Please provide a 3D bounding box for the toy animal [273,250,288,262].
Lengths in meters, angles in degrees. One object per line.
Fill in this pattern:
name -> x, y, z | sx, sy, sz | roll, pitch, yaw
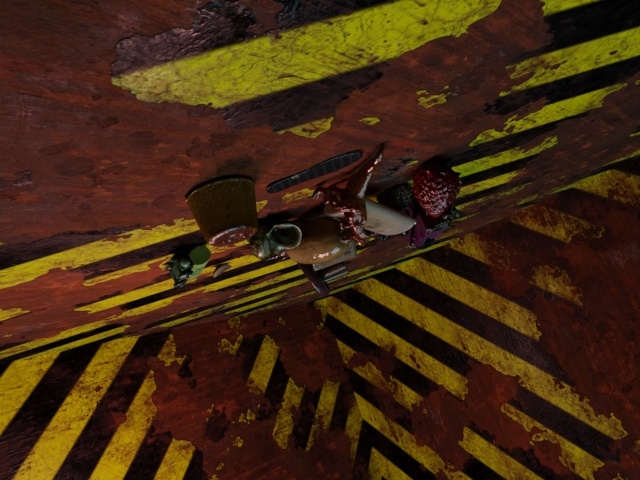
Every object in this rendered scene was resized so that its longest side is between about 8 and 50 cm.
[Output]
toy animal -> -0.152, 0.027, 2.114 | 0.186, 0.093, 0.214 | -14, 169, 23

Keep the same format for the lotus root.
lotus root -> 0.000, 0.000, 1.873 | 0.152, 0.169, 0.343 | 7, 167, -44

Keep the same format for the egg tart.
egg tart -> -0.260, -0.076, 1.391 | 0.203, 0.147, 0.202 | -19, 165, -5

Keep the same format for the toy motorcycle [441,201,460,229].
toy motorcycle -> 0.573, -0.112, 2.448 | 0.205, 0.127, 0.275 | -19, 164, -12

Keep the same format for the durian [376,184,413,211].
durian -> 0.304, -0.152, 1.986 | 0.149, 0.091, 0.188 | -18, 169, -4

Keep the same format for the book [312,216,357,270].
book -> 0.045, 0.006, 2.107 | 0.215, 0.025, 0.282 | -18, 136, -7

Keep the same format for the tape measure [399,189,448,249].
tape measure -> 0.409, -0.092, 2.078 | 0.149, 0.231, 0.245 | -20, 151, -16

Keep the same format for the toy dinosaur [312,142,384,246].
toy dinosaur -> 0.086, -0.144, 1.625 | 0.097, 0.208, 0.432 | -56, 156, -38

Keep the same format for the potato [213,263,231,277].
potato -> -0.445, 0.123, 2.201 | 0.093, 0.036, 0.037 | -32, 136, -24

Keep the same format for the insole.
insole -> -0.019, -0.205, 1.498 | 0.310, 0.012, 0.110 | -20, 168, 3

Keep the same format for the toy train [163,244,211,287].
toy train -> -0.495, 0.094, 1.883 | 0.157, 0.105, 0.253 | -27, 174, -28

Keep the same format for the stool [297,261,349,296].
stool -> 0.006, 0.115, 2.332 | 0.179, 0.272, 0.272 | -34, 166, 1

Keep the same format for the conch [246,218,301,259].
conch -> -0.181, -0.015, 1.823 | 0.182, 0.124, 0.187 | 3, 129, -32

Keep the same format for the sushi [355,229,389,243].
sushi -> 0.270, -0.035, 2.474 | 0.359, 0.064, 0.343 | -12, 165, -31

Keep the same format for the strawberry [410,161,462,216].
strawberry -> 0.425, -0.186, 1.809 | 0.184, 0.201, 0.187 | 2, -178, -10

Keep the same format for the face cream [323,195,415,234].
face cream -> 0.189, -0.094, 1.882 | 0.174, 0.081, 0.349 | -17, 155, 42
